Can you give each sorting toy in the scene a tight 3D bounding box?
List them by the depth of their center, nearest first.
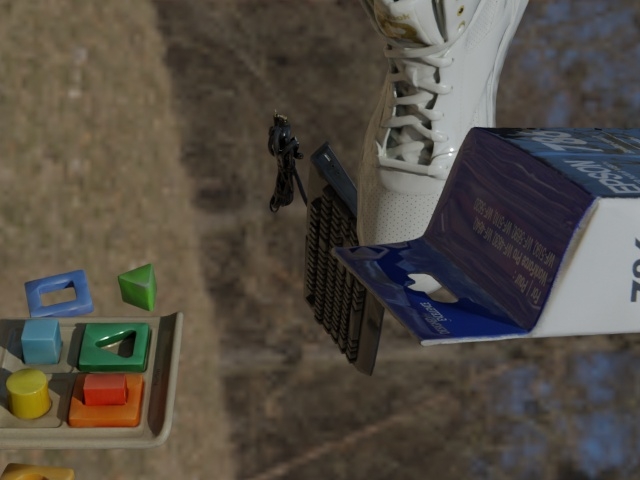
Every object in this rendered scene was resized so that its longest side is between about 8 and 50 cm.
[{"bbox_3d":[-0.229,0.121,1.562,0.348,0.196,0.047,-90,175,-53],"label":"sorting toy"}]

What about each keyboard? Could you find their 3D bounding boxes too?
[{"bbox_3d":[0.000,0.000,1.588,0.201,0.033,0.317,58,-15,21],"label":"keyboard"}]

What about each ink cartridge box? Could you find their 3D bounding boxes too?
[{"bbox_3d":[0.182,-0.009,0.759,0.165,0.332,0.065,-135,-136,-70],"label":"ink cartridge box"}]

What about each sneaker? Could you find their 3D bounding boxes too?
[{"bbox_3d":[0.062,-0.116,1.188,0.169,0.108,0.292,25,76,-63],"label":"sneaker"}]
